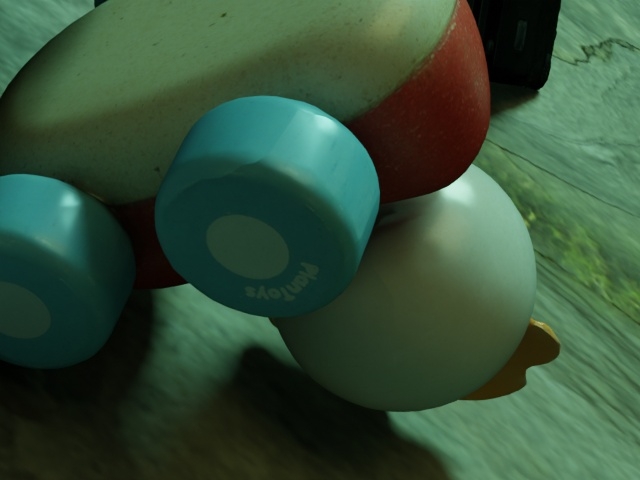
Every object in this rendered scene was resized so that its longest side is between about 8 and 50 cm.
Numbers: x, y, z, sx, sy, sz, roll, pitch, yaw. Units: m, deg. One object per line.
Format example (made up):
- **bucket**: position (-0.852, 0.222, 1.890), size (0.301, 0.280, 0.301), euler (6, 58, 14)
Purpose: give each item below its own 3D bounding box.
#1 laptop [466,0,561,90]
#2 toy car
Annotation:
- **laptop**: position (0.057, -0.217, 0.926), size (0.136, 0.234, 0.264), euler (12, 8, 21)
- **toy car**: position (0.000, 0.000, 0.662), size (0.238, 0.210, 0.219), euler (56, 35, -30)
